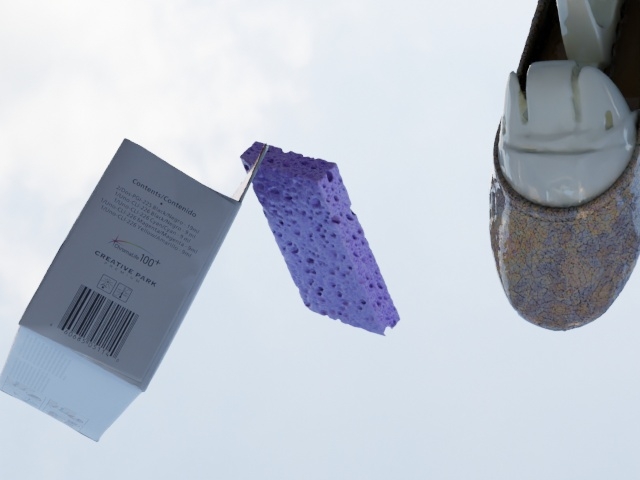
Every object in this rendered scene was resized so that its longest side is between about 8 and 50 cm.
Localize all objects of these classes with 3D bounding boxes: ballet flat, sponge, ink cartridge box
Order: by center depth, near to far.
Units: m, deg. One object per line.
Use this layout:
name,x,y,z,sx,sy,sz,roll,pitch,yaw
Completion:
ballet flat,0.155,-0.105,0.940,0.108,0.106,0.316,3,-112,25
ink cartridge box,-0.190,0.031,1.534,0.130,0.309,0.272,29,-112,-6
sponge,0.000,0.000,1.576,0.117,0.210,0.031,17,-129,43
